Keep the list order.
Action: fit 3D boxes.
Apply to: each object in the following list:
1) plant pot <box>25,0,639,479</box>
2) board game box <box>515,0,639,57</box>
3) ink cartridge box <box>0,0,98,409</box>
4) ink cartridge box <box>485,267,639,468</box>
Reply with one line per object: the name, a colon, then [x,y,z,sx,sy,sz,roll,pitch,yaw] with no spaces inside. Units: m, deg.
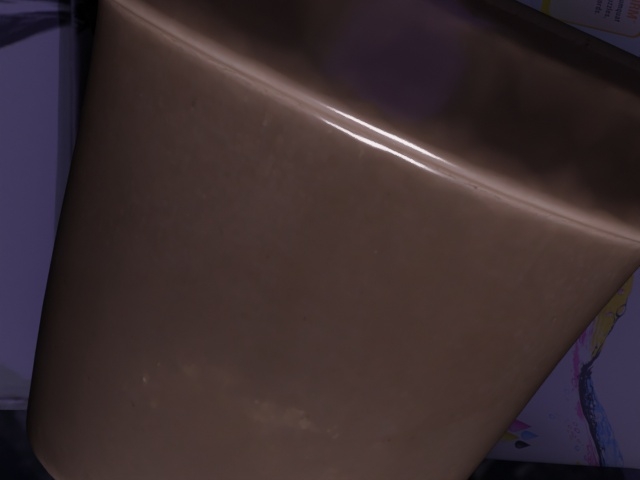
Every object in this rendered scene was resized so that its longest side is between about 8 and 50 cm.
plant pot: [0.000,0.000,0.739,0.263,0.263,0.229,25,100,0]
board game box: [0.198,-0.138,0.853,0.316,0.064,0.242,15,99,9]
ink cartridge box: [-0.231,-0.137,0.851,0.285,0.166,0.395,2,97,4]
ink cartridge box: [0.138,0.042,0.901,0.198,0.067,0.115,3,98,3]
